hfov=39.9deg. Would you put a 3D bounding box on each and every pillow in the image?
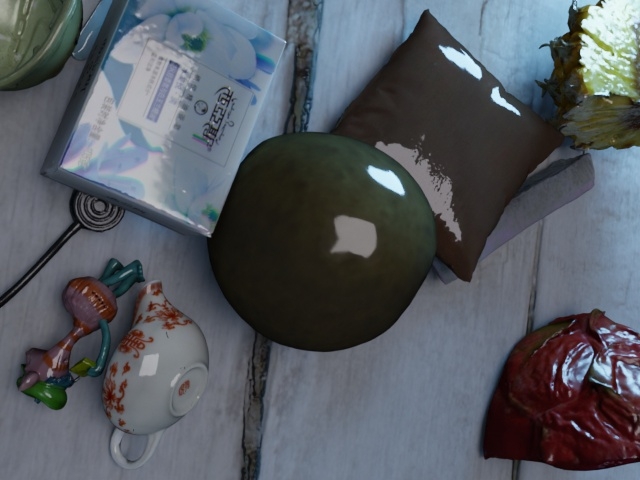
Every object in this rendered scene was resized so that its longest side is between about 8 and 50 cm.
[{"bbox_3d":[0.187,-0.146,1.329,0.305,0.108,0.308,40,71,-9],"label":"pillow"}]

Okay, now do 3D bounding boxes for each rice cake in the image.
[{"bbox_3d":[0.312,-0.044,1.436,0.365,0.056,0.072,-32,104,-25],"label":"rice cake"}]

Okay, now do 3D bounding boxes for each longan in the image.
[{"bbox_3d":[-0.002,0.000,1.151,0.297,0.297,0.297,0,89,-28],"label":"longan"}]

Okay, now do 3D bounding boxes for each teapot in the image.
[{"bbox_3d":[-0.210,0.181,1.115,0.116,0.159,0.245,25,95,13],"label":"teapot"}]

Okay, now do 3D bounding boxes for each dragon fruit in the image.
[{"bbox_3d":[0.472,0.261,1.409,0.240,0.330,0.302,34,71,-46],"label":"dragon fruit"}]

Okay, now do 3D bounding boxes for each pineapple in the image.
[{"bbox_3d":[0.489,-0.302,1.489,0.344,0.209,0.286,4,70,-25],"label":"pineapple"}]

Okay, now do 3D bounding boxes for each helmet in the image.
[{"bbox_3d":[-0.357,-0.280,1.037,0.204,0.137,0.257,-3,81,10],"label":"helmet"}]

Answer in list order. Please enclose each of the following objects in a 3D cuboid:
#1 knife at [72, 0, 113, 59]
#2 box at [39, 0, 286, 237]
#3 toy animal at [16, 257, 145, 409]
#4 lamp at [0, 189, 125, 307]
[{"bbox_3d":[-0.226,-0.371,1.166,0.080,0.044,0.331,29,82,-32],"label":"knife"},{"bbox_3d":[-0.193,-0.167,1.095,0.203,0.116,0.274,26,78,-26],"label":"box"},{"bbox_3d":[-0.288,0.112,1.090,0.208,0.103,0.100,-56,156,-20],"label":"toy animal"},{"bbox_3d":[-0.366,0.061,1.041,0.371,0.108,0.130,-36,103,-23],"label":"lamp"}]
